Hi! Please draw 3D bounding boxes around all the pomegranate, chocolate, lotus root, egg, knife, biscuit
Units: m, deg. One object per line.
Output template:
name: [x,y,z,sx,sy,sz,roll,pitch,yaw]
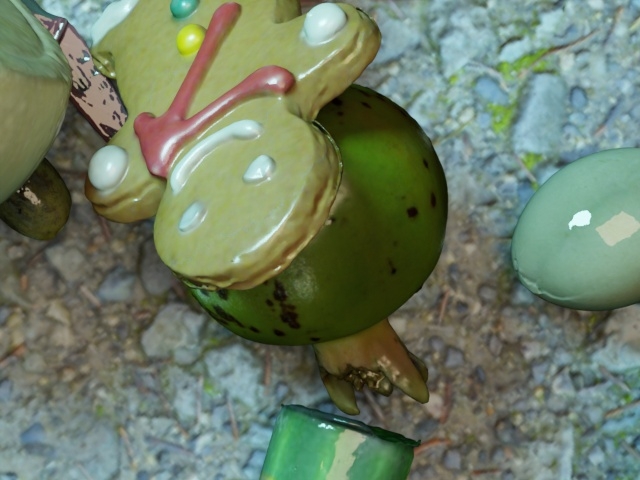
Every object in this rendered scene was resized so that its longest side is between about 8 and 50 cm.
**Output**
pomegranate: [0.012,-0.001,0.998,0.246,0.198,0.198,43,80,-3]
chocolate: [-0.023,0.262,1.016,0.110,0.110,0.291,19,84,-7]
lotus root: [-0.217,-0.042,1.033,0.049,0.054,0.099,-40,93,-31]
egg: [0.211,-0.007,1.069,0.152,0.114,0.114,-26,89,-10]
knife: [-0.200,-0.152,1.067,0.035,0.018,0.247,-38,94,-14]
biscuit: [-0.065,-0.099,0.926,0.216,0.340,0.047,-30,129,18]

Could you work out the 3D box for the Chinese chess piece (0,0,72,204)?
Chinese chess piece: [-0.313,-0.142,0.886,0.338,0.338,0.140,40,99,-4]
